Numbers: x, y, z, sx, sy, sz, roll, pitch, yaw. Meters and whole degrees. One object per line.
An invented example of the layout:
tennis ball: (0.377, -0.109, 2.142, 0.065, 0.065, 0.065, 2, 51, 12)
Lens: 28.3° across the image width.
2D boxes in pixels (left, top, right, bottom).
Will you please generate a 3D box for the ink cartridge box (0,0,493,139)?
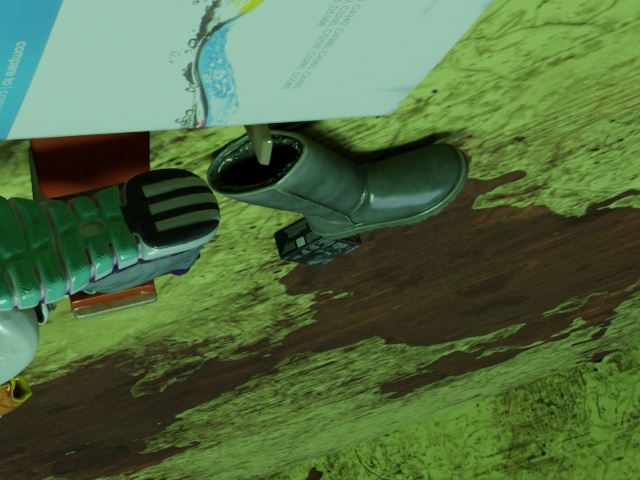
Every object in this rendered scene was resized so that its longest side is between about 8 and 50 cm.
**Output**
ink cartridge box: (-0.066, -0.178, 0.565, 0.270, 0.198, 0.197, -6, 158, -28)

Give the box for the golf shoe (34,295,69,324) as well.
golf shoe: (-0.271, 0.044, 1.189, 0.069, 0.086, 0.176, -21, 162, 8)

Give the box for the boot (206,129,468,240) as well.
boot: (0.022, -0.065, 1.175, 0.189, 0.076, 0.208, -25, 153, 17)

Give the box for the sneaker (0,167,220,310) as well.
sneaker: (-0.179, 0.018, 0.870, 0.223, 0.083, 0.098, -10, 154, -17)

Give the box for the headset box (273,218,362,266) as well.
headset box: (0.000, 0.000, 1.375, 0.062, 0.032, 0.083, -27, 160, 29)

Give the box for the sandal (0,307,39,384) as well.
sandal: (-0.394, 0.002, 0.873, 0.416, 0.102, 0.169, 26, 133, -29)

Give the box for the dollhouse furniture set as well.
dollhouse furniture set: (-0.166, -0.051, 0.931, 0.262, 0.135, 0.259, -13, 161, -11)

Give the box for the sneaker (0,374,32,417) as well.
sneaker: (-0.400, 0.168, 1.486, 0.067, 0.064, 0.175, -36, 165, 7)
